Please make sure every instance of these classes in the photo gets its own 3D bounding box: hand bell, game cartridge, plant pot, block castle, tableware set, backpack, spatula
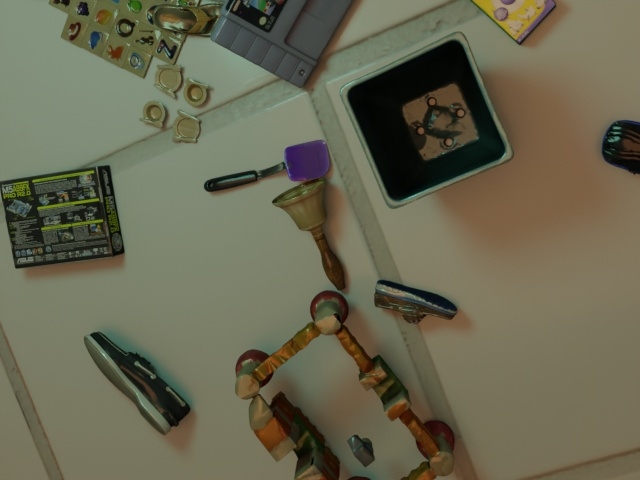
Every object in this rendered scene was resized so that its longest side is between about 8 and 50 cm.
[{"bbox_3d":[0.000,0.000,1.751,0.126,0.126,0.242,-19,104,17],"label":"hand bell"},{"bbox_3d":[-0.047,-0.511,1.635,0.230,0.068,0.355,21,108,-33],"label":"game cartridge"},{"bbox_3d":[0.217,-0.230,1.568,0.248,0.252,0.247,-23,92,17],"label":"plant pot"},{"bbox_3d":[0.049,0.365,1.730,0.303,0.213,0.453,-39,94,5],"label":"block castle"},{"bbox_3d":[-0.325,-0.307,1.818,0.141,0.020,0.168,22,106,9],"label":"tableware set"},{"bbox_3d":[0.602,-0.177,1.552,0.120,0.101,0.098,17,100,16],"label":"backpack"},{"bbox_3d":[-0.123,-0.150,1.784,0.296,0.030,0.084,-13,80,18],"label":"spatula"}]

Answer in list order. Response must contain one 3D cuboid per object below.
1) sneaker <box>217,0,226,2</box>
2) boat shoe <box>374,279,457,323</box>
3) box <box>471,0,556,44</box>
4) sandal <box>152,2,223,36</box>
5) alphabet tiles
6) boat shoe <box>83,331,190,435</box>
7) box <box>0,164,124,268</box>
[{"bbox_3d":[-0.207,-0.540,1.728,0.121,0.099,0.262,-39,81,26],"label":"sneaker"},{"bbox_3d":[0.201,0.140,1.730,0.183,0.066,0.066,19,107,22],"label":"boat shoe"},{"bbox_3d":[0.364,-0.486,1.601,0.179,0.043,0.105,44,106,7],"label":"box"},{"bbox_3d":[-0.280,-0.482,1.761,0.180,0.049,0.072,4,104,1],"label":"sandal"},{"bbox_3d":[-0.443,-0.544,1.824,0.343,0.011,0.285,27,104,9],"label":"alphabet tiles"},{"bbox_3d":[-0.434,0.321,1.911,0.302,0.091,0.114,48,151,3],"label":"boat shoe"},{"bbox_3d":[-0.613,-0.054,1.917,0.270,0.060,0.216,-7,96,16],"label":"box"}]
